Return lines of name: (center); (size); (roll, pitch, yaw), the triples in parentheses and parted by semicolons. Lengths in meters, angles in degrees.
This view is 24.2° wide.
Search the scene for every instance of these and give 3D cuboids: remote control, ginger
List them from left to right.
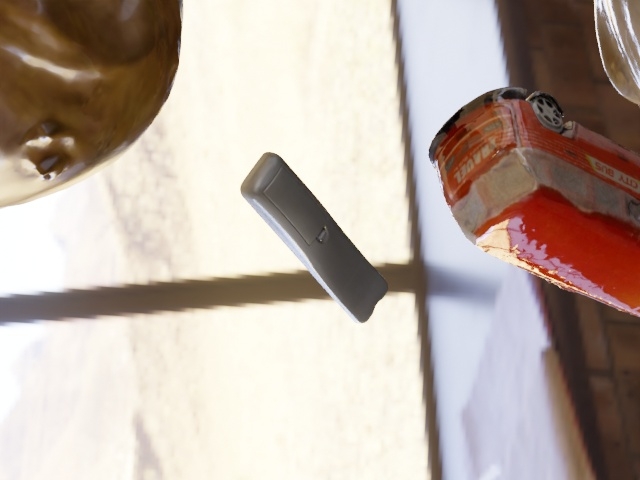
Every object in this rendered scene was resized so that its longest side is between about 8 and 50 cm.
ginger: (-0.177, -0.127, 0.885); (0.269, 0.200, 0.223); (2, -121, -58)
remote control: (0.000, 0.000, 1.293); (0.027, 0.184, 0.050); (6, 54, 51)

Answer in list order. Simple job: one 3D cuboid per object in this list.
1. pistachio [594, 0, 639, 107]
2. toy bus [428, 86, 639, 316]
pistachio: (0.175, -0.121, 0.590); (0.152, 0.126, 0.223); (-33, 48, 33)
toy bus: (0.142, -0.017, 0.823); (0.079, 0.174, 0.077); (-41, 42, 36)
